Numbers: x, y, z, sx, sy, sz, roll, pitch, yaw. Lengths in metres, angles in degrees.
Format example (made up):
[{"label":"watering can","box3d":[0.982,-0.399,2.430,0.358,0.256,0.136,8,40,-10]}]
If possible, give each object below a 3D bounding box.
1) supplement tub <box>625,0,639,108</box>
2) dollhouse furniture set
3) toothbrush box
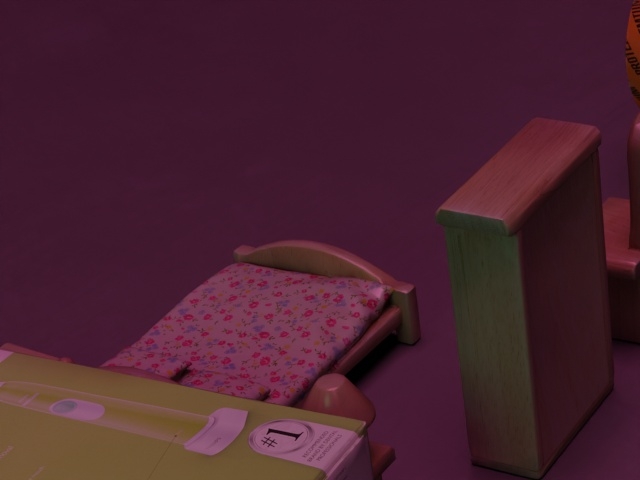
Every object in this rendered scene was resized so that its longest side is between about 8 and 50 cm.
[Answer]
[{"label":"supplement tub","box3d":[0.370,-0.113,1.284,0.316,0.193,0.193,20,39,41]},{"label":"dollhouse furniture set","box3d":[0.000,0.000,1.197,0.355,0.174,0.303,12,34,31]},{"label":"toothbrush box","box3d":[-0.137,0.167,0.982,0.283,0.122,0.206,9,34,28]}]
